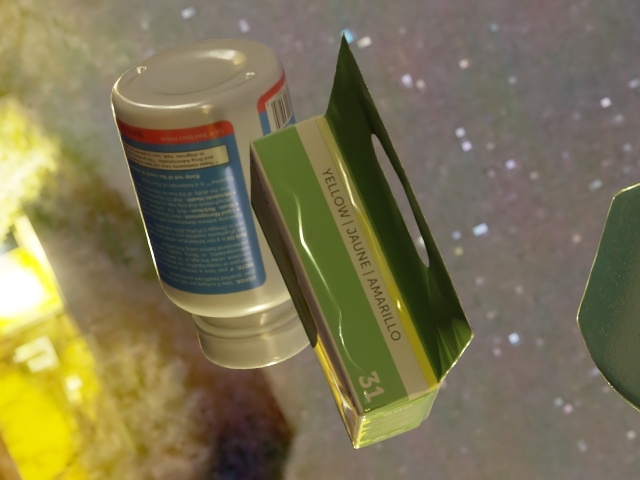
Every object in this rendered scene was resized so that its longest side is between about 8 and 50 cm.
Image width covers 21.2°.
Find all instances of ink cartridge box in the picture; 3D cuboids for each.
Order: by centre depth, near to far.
[{"bbox_3d":[0.015,0.011,0.926,0.235,0.056,0.171,93,-25,-75],"label":"ink cartridge box"}]

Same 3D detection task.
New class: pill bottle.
[{"bbox_3d":[-0.067,-0.022,1.229,0.124,0.124,0.221,-133,-153,-58],"label":"pill bottle"}]

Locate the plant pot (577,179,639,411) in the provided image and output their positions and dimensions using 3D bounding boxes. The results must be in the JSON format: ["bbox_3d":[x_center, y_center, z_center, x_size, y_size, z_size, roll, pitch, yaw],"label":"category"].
[{"bbox_3d":[0.390,0.055,1.601,0.252,0.248,0.247,26,-76,47],"label":"plant pot"}]
